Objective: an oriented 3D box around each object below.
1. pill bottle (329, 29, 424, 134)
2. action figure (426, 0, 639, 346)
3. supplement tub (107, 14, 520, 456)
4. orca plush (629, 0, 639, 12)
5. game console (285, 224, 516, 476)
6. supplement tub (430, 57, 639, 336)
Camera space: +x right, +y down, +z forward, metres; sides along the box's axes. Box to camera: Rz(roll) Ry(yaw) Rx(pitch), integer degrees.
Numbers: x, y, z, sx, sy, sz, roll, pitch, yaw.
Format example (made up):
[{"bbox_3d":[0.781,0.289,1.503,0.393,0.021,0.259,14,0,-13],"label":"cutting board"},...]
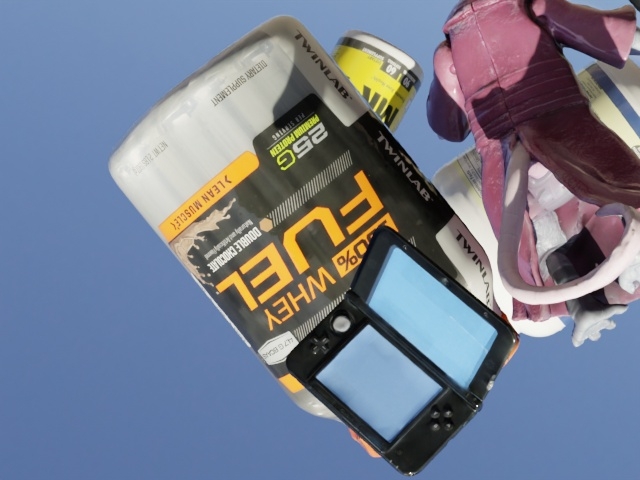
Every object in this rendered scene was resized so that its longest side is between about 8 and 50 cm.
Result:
[{"bbox_3d":[0.031,-0.143,1.869,0.119,0.208,0.119,28,172,4],"label":"pill bottle"},{"bbox_3d":[0.165,-0.097,1.287,0.276,0.248,0.370,2,-116,-56],"label":"action figure"},{"bbox_3d":[0.000,0.000,1.260,0.338,0.207,0.207,51,-153,-3],"label":"supplement tub"},{"bbox_3d":[0.287,-0.216,1.169,0.151,0.287,0.102,-6,-118,10],"label":"orca plush"},{"bbox_3d":[0.049,0.072,0.989,0.122,0.107,0.071,41,165,22],"label":"game console"},{"bbox_3d":[0.273,-0.037,1.743,0.235,0.325,0.235,53,-172,-11],"label":"supplement tub"}]
